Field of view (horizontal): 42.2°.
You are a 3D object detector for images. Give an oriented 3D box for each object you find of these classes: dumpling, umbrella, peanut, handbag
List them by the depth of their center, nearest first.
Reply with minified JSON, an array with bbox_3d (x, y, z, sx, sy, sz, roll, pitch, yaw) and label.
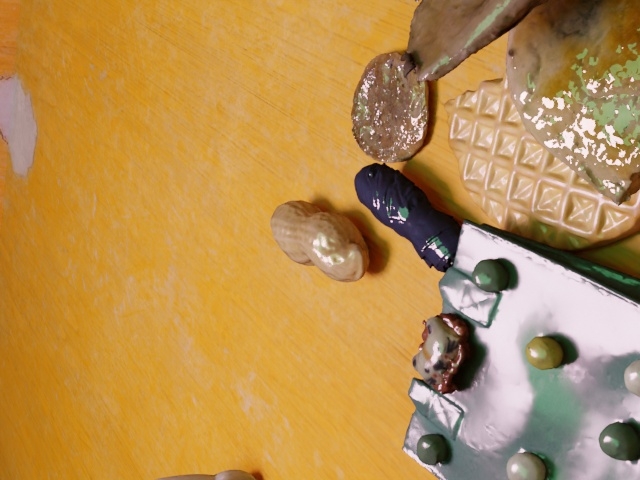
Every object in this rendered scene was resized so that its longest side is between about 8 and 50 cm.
[{"bbox_3d":[0.195,-0.247,0.612,0.332,0.086,0.166,-33,38,34],"label":"dumpling"},{"bbox_3d":[0.201,0.148,0.748,0.274,0.100,0.269,29,116,39],"label":"handbag"},{"bbox_3d":[0.129,-0.009,0.910,0.248,0.071,0.071,42,125,39],"label":"umbrella"},{"bbox_3d":[0.000,0.000,1.075,0.187,0.082,0.082,22,110,51],"label":"peanut"}]

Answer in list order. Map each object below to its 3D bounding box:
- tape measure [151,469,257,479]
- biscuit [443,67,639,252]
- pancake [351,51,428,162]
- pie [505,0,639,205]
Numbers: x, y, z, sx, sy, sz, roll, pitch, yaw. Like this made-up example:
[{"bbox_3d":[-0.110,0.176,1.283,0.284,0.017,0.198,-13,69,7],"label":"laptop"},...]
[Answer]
[{"bbox_3d":[-0.171,0.470,1.224,0.125,0.246,0.243,-37,56,45],"label":"tape measure"},{"bbox_3d":[0.233,-0.093,0.769,0.309,0.040,0.205,-21,76,54],"label":"biscuit"},{"bbox_3d":[0.083,-0.159,0.990,0.139,0.022,0.140,6,98,55],"label":"pancake"},{"bbox_3d":[0.283,-0.195,0.618,0.337,0.075,0.338,-12,73,43],"label":"pie"}]
